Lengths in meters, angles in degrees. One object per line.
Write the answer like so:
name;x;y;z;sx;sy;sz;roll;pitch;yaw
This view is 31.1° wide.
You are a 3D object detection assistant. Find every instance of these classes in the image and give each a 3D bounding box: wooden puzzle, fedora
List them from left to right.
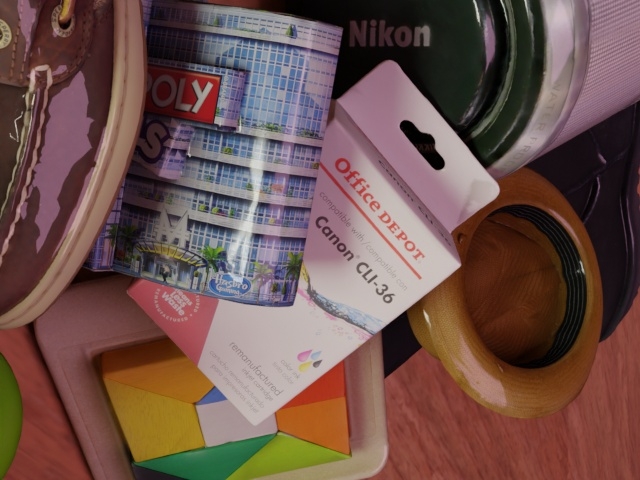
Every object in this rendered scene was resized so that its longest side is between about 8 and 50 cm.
wooden puzzle;-0.062;0.110;0.796;0.221;0.044;0.238;-11;132;-4
fedora;0.121;0.037;0.819;0.194;0.079;0.194;11;73;-40

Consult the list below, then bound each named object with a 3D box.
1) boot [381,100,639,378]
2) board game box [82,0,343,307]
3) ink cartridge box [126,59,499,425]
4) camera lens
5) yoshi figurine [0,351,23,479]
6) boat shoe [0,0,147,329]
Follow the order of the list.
boot;0.128;0.039;1.023;0.445;0.146;0.367;-36;134;-39
board game box;-0.089;-0.079;0.612;0.060;0.194;0.194;0;101;-55
ink cartridge box;0.000;0.000;0.674;0.198;0.115;0.067;-40;-168;12
camera lens;0.129;-0.171;0.782;0.274;0.219;0.219;-28;137;-42
yoshi figurine;-0.231;0.064;0.470;0.362;0.203;0.203;89;7;-71
boat shoe;-0.146;-0.128;0.505;0.123;0.123;0.342;4;104;-55
